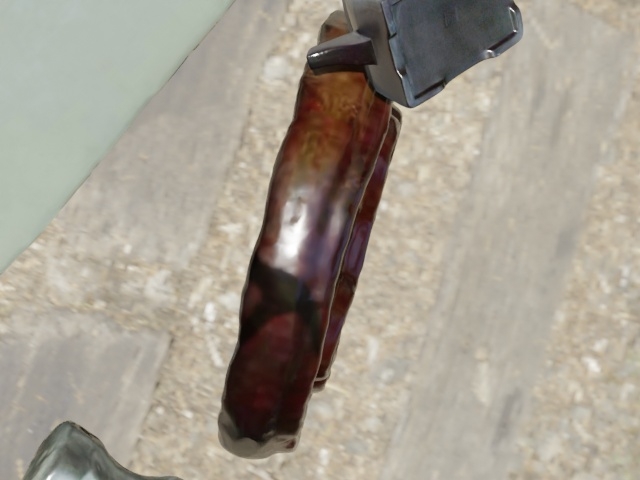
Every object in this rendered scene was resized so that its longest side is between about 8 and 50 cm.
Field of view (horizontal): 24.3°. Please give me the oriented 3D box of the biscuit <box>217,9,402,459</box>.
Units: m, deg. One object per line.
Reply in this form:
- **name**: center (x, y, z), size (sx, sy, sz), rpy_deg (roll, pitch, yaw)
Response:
- **biscuit**: center (0.000, 0.000, 1.320), size (0.091, 0.407, 0.407), rpy_deg (14, 90, 1)

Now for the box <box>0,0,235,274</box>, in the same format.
- **box**: center (-0.161, -0.207, 0.520), size (0.373, 0.090, 0.367), rpy_deg (40, 93, -30)

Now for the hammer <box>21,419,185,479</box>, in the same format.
- **hammer**: center (-0.107, 0.164, 0.487), size (0.103, 0.029, 0.246), rpy_deg (34, 116, -16)

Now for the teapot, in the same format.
- **teapot**: center (0.066, -0.165, 1.065), size (0.177, 0.096, 0.087), rpy_deg (-34, 123, -26)
